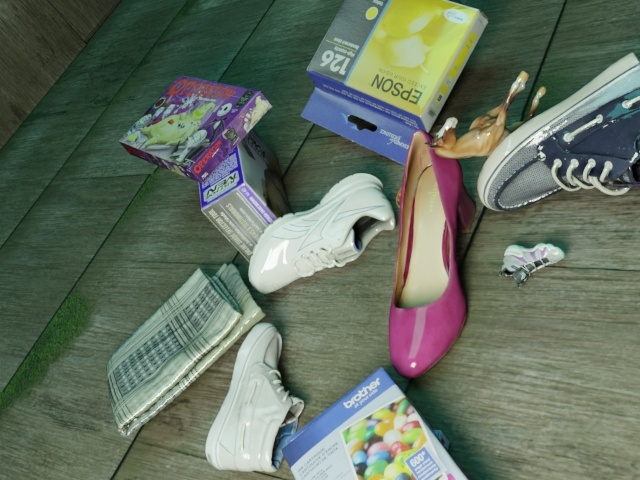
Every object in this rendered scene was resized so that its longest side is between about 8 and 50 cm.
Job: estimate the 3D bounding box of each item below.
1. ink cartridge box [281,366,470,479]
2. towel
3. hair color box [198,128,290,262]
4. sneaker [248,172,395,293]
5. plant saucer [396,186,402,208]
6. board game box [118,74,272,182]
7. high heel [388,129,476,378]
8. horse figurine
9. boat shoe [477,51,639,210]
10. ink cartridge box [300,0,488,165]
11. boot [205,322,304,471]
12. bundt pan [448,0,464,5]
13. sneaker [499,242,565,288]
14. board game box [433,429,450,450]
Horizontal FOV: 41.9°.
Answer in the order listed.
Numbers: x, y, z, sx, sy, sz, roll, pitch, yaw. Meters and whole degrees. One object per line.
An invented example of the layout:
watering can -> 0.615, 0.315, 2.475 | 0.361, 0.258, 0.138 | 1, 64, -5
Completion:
ink cartridge box -> 0.067, 0.294, 1.076 | 0.186, 0.065, 0.311 | -39, 34, 0
towel -> -0.257, 0.174, 1.502 | 0.324, 0.056, 0.312 | -42, 21, -4
hair color box -> -0.156, -0.121, 1.673 | 0.110, 0.185, 0.338 | -30, 37, 13
sneaker -> 0.000, 0.000, 1.479 | 0.297, 0.111, 0.129 | -37, 42, 5
plant saucer -> 0.174, -0.082, 1.487 | 0.084, 0.013, 0.083 | -23, 39, 20
board game box -> -0.264, -0.235, 1.697 | 0.208, 0.056, 0.347 | -47, 35, -16
high heel -> 0.142, 0.014, 1.268 | 0.127, 0.181, 0.377 | -13, 43, 32
horse figurine -> 0.296, -0.176, 1.325 | 0.066, 0.263, 0.174 | 47, 110, 30
boat shoe -> 0.384, -0.117, 1.221 | 0.340, 0.127, 0.158 | -42, 42, 30
ink cartridge box -> 0.122, -0.337, 1.615 | 0.304, 0.072, 0.307 | 30, 91, 35
boot -> -0.078, 0.246, 1.312 | 0.123, 0.095, 0.258 | 1, 53, 24
bundt pan -> 0.161, -0.432, 1.782 | 0.331, 0.124, 0.330 | -24, 38, 20
sneaker -> 0.306, 0.041, 1.222 | 0.098, 0.038, 0.069 | -7, 48, 50
board game box -> 0.070, 0.348, 1.097 | 0.160, 0.039, 0.211 | -7, 48, 37
